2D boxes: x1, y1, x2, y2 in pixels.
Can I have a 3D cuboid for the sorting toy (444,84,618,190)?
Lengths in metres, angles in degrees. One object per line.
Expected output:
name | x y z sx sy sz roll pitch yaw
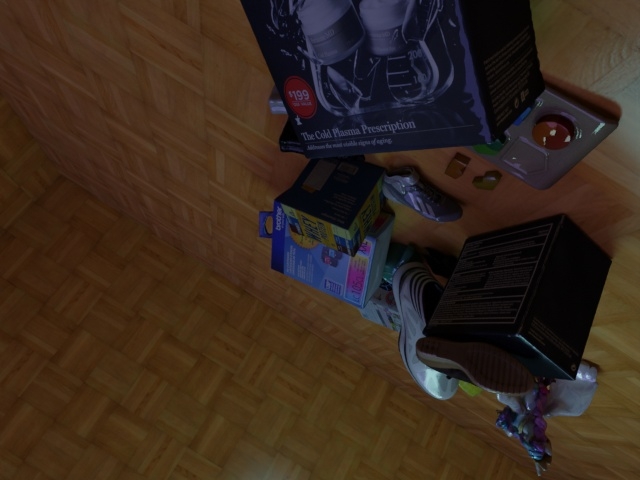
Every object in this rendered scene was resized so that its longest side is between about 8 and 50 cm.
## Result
sorting toy | 0.348 -0.169 0.846 0.229 0.041 0.307 29 158 7

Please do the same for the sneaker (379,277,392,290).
sneaker | 0.198 0.115 1.547 0.081 0.090 0.232 -30 126 15

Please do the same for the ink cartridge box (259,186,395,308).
ink cartridge box | 0.000 0.000 1.378 0.396 0.151 0.270 22 128 22

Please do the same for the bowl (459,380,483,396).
bowl | 0.514 0.362 1.547 0.156 0.289 0.289 -35 119 20

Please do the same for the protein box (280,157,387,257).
protein box | 0.041 -0.102 1.178 0.200 0.201 0.136 23 156 22

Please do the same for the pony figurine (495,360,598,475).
pony figurine | 0.695 0.526 1.493 0.303 0.350 0.363 8 -176 6

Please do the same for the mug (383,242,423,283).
mug | 0.242 0.076 1.426 0.129 0.097 0.157 15 153 36

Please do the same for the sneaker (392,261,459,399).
sneaker | 0.322 0.300 1.280 0.257 0.169 0.447 -114 6 -77

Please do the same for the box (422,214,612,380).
box | 0.436 0.132 1.025 0.183 0.294 0.296 37 158 -14

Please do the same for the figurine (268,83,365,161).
figurine | 0.003 -0.273 1.046 0.210 0.092 0.215 17 154 15

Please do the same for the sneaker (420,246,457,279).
sneaker | 0.374 0.087 1.344 0.089 0.051 0.170 -1 137 54

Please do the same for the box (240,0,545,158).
box | 0.085 -0.298 0.631 0.343 0.179 0.312 6 128 47

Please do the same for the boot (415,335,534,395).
boot | 0.337 0.276 0.993 0.248 0.090 0.207 15 165 31

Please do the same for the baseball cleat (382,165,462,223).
baseball cleat | 0.240 -0.111 1.075 0.206 0.072 0.109 20 149 18

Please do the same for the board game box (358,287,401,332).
board game box | 0.289 0.270 1.779 0.303 0.097 0.224 20 156 31
